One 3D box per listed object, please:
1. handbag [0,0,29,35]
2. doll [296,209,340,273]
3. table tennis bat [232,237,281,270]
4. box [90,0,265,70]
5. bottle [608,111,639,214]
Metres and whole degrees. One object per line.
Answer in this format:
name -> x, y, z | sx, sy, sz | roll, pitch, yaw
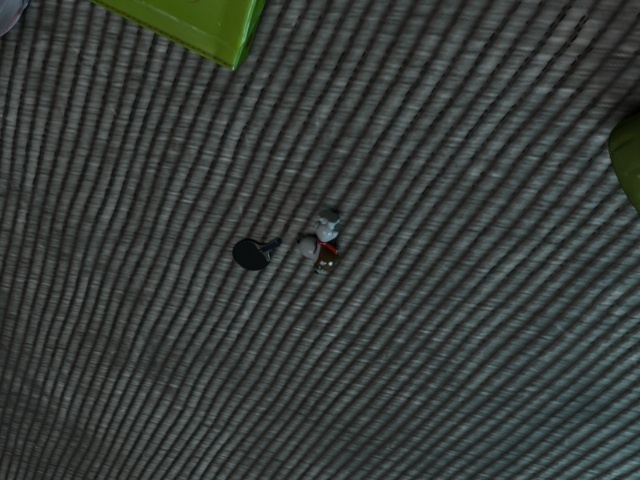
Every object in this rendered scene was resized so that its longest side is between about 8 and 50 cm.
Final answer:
handbag -> -0.428, -0.285, 0.823 | 0.205, 0.116, 0.179 | -24, 114, 35
doll -> 0.006, 0.002, 0.928 | 0.058, 0.040, 0.085 | 42, 131, 1
table tennis bat -> -0.084, 0.016, 0.992 | 0.083, 0.007, 0.050 | -26, 113, 37
box -> -0.115, -0.344, 0.699 | 0.186, 0.047, 0.335 | 26, 130, 0
bottle -> 0.392, -0.107, 0.638 | 0.260, 0.112, 0.112 | -27, 113, 35
